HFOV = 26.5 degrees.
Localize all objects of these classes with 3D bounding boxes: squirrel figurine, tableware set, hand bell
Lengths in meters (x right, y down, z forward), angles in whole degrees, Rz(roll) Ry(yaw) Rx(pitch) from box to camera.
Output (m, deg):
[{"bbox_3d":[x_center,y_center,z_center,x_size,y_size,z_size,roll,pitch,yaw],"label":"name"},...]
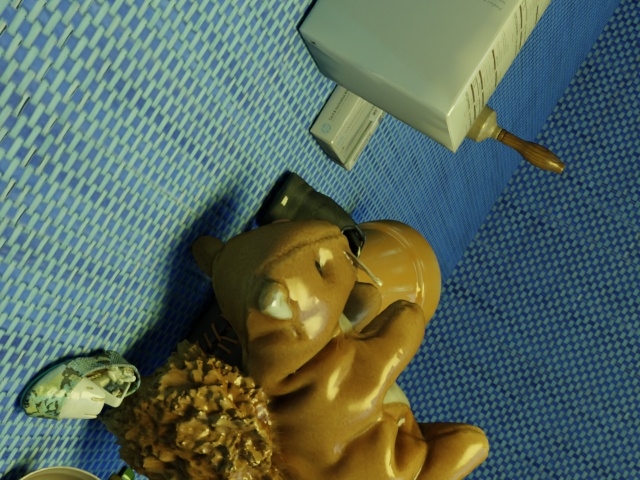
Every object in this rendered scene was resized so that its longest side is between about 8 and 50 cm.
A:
[{"bbox_3d":[-0.055,0.172,1.620,0.397,0.281,0.370,-34,129,-11],"label":"squirrel figurine"},{"bbox_3d":[-0.305,0.381,1.864,0.154,0.024,0.104,-62,171,12],"label":"tableware set"},{"bbox_3d":[0.345,-0.190,2.526,0.126,0.242,0.126,-55,168,-17],"label":"hand bell"}]

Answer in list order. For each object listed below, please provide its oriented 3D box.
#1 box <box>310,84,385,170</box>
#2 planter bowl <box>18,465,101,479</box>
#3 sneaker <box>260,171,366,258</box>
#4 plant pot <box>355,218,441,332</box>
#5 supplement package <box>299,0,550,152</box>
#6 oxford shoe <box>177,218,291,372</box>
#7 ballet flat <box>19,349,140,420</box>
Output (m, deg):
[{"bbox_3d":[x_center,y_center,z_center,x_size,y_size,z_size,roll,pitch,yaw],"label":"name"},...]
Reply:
[{"bbox_3d":[0.050,-0.181,1.861,0.145,0.038,0.186,-59,169,-2],"label":"box"},{"bbox_3d":[-0.303,0.337,1.495,0.109,0.162,0.162,-30,-165,52],"label":"planter bowl"},{"bbox_3d":[0.000,0.000,1.888,0.109,0.130,0.286,-60,169,-4],"label":"sneaker"},{"bbox_3d":[0.062,0.073,2.204,0.188,0.205,0.205,-7,129,-56],"label":"plant pot"},{"bbox_3d":[0.138,-0.278,1.583,0.263,0.199,0.198,-58,169,-3],"label":"supplement package"},{"bbox_3d":[-0.110,0.135,1.797,0.132,0.130,0.364,-27,147,-57],"label":"oxford shoe"},{"bbox_3d":[-0.246,0.157,1.445,0.070,0.070,0.188,-62,167,17],"label":"ballet flat"}]
